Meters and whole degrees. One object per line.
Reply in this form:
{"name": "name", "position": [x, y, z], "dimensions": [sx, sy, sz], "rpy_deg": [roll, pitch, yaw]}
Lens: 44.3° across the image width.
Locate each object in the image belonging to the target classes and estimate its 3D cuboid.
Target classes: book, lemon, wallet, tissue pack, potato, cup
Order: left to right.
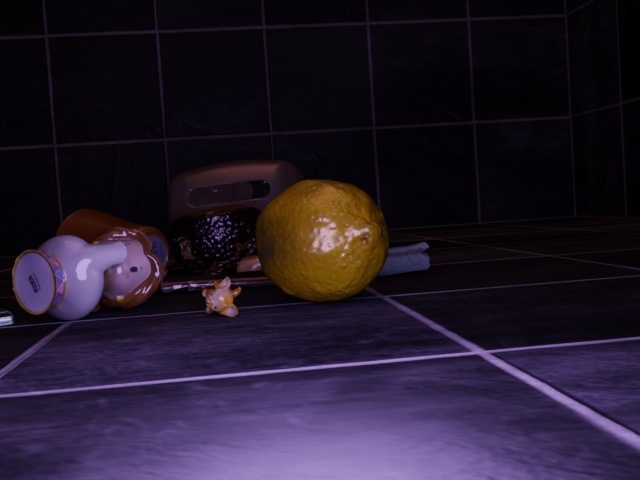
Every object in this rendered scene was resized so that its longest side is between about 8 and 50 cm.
{"name": "book", "position": [-0.553, 0.127, 1.271], "dimensions": [0.103, 0.017, 0.135], "rpy_deg": [-6, 4, -29]}
{"name": "cup", "position": [-0.482, 0.033, 1.885], "dimensions": [0.263, 0.182, 0.226], "rpy_deg": [7, -23, 36]}
{"name": "wallet", "position": [-0.215, 0.081, 1.600], "dimensions": [0.232, 0.031, 0.122], "rpy_deg": [-5, 5, -13]}
{"name": "tissue pack", "position": [-0.221, -0.077, 2.123], "dimensions": [0.386, 0.268, 0.277], "rpy_deg": [-6, -17, 4]}
{"name": "potato", "position": [-0.139, 0.056, 1.706], "dimensions": [0.083, 0.062, 0.068], "rpy_deg": [-32, 22, 20]}
{"name": "lemon", "position": [0.000, 0.000, 1.273], "dimensions": [0.204, 0.204, 0.260], "rpy_deg": [-6, 1, -37]}

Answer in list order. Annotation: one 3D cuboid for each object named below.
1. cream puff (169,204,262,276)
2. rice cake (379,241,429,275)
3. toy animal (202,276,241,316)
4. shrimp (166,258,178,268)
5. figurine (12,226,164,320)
{"name": "cream puff", "position": [-0.235, 0.003, 1.860], "dimensions": [0.238, 0.165, 0.239], "rpy_deg": [-8, 4, 1]}
{"name": "rice cake", "position": [0.064, 0.048, 1.606], "dimensions": [0.336, 0.063, 0.066], "rpy_deg": [-6, -3, -19]}
{"name": "toy animal", "position": [-0.143, 0.086, 1.190], "dimensions": [0.081, 0.061, 0.083], "rpy_deg": [-7, -4, -32]}
{"name": "shrimp", "position": [-0.459, 0.067, 2.075], "dimensions": [0.162, 0.045, 0.095], "rpy_deg": [-7, 3, -17]}
{"name": "figurine", "position": [-0.370, 0.055, 1.299], "dimensions": [0.189, 0.142, 0.263], "rpy_deg": [-29, -10, 28]}
